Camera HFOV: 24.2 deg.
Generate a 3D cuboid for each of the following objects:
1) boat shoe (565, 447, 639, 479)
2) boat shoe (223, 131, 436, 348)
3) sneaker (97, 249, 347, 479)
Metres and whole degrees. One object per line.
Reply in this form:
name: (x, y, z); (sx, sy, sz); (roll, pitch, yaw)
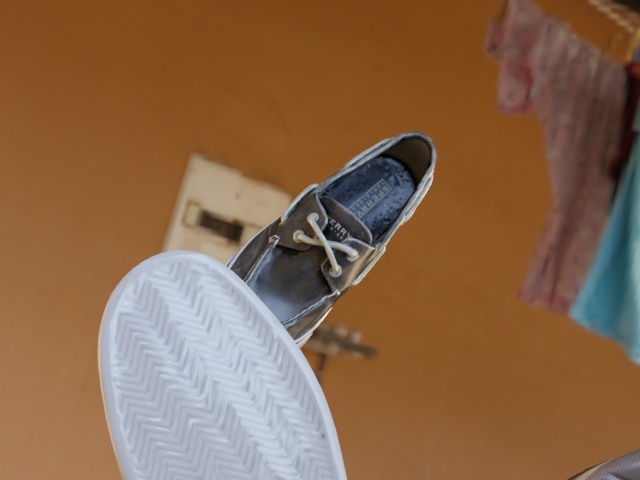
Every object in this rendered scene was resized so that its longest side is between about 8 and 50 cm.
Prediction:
boat shoe: (0.172, 0.233, 1.093); (0.355, 0.132, 0.130); (-24, 6, -4)
boat shoe: (0.000, 0.000, 1.012); (0.078, 0.219, 0.070); (42, -31, 1)
sneaker: (-0.035, 0.150, 0.775); (0.108, 0.293, 0.169); (-27, -1, -15)
